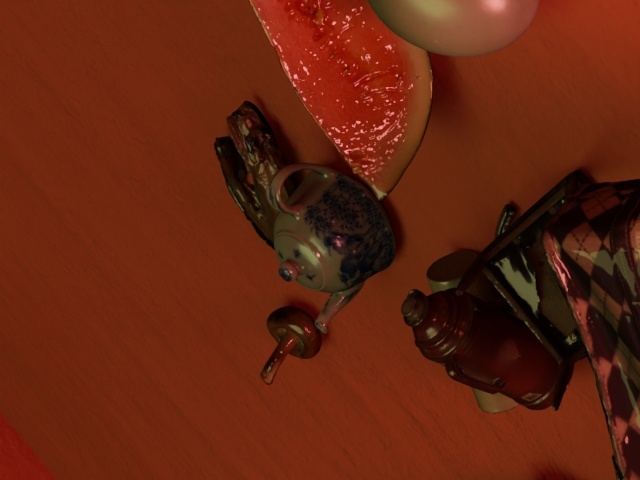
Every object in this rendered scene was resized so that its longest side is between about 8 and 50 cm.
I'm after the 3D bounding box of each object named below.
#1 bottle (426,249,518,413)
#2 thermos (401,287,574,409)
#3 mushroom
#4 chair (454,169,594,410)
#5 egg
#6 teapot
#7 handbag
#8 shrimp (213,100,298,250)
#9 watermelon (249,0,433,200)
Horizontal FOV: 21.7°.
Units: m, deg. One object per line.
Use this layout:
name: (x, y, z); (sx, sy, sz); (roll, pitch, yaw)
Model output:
bottle: (0.195, 0.113, 2.049); (0.072, 0.072, 0.202); (11, 132, 49)
thermos: (0.183, 0.120, 1.928); (0.232, 0.124, 0.099); (26, 137, -35)
mushroom: (-0.048, 0.149, 2.414); (0.088, 0.073, 0.130); (34, 115, 1)
chair: (0.267, 0.038, 1.794); (0.188, 0.166, 0.272); (50, -166, -1)
egg: (0.126, -0.258, 1.640); (0.192, 0.149, 0.149); (34, 147, 29)
teapot: (0.000, 0.000, 2.113); (0.159, 0.159, 0.232); (15, 135, 46)
handbag: (0.429, 0.087, 1.451); (0.416, 0.180, 0.317); (-8, 106, 35)
shrimp: (-0.086, -0.082, 2.240); (0.173, 0.058, 0.253); (25, 145, 51)
watermelon: (0.047, -0.216, 1.832); (0.128, 0.159, 0.303); (-23, 106, 29)
